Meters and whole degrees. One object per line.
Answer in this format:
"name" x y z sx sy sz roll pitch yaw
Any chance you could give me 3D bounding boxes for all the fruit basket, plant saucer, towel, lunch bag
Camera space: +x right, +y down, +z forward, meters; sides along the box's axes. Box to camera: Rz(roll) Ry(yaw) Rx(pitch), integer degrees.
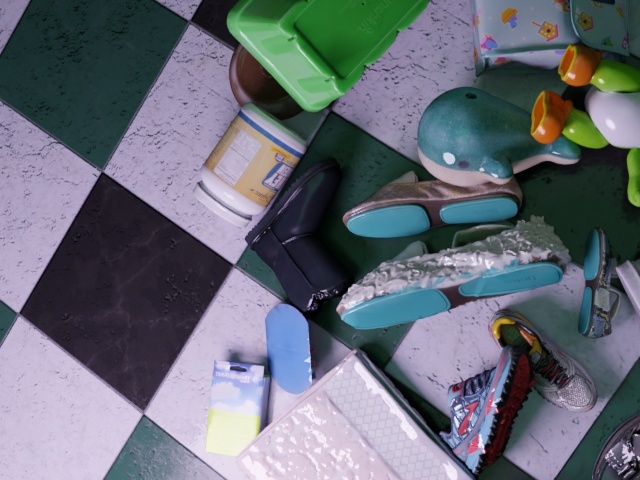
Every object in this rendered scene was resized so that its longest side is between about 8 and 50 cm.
"fruit basket" 0.011 -0.449 1.560 0.392 0.392 0.283 -41 115 11
"plant saucer" -0.090 -0.331 1.672 0.198 0.036 0.199 -1 88 16
"towel" 0.061 0.415 1.564 0.317 0.053 0.332 -44 79 5
"lunch bag" 0.389 -0.403 1.471 0.262 0.160 0.223 -3 83 5

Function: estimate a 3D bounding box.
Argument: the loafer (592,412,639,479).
"loafer" 0.548 0.325 1.426 0.096 0.084 0.267 44 100 14

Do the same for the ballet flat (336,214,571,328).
"ballet flat" 0.227 0.053 1.529 0.408 0.147 0.147 -14 84 13

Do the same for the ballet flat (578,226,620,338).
"ballet flat" 0.479 0.073 1.477 0.070 0.070 0.188 8 92 17

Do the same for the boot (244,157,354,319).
"boot" 0.000 0.000 1.597 0.246 0.094 0.207 -45 73 17

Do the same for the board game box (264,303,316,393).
"board game box" -0.049 0.199 1.620 0.133 0.033 0.169 2 97 51

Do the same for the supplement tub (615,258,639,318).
"supplement tub" 0.627 0.057 1.359 0.272 0.191 0.191 -27 80 14

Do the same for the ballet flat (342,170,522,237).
"ballet flat" 0.197 -0.075 1.549 0.316 0.107 0.106 -5 54 10

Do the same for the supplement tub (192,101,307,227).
"supplement tub" -0.133 -0.139 1.619 0.144 0.144 0.200 37 99 15

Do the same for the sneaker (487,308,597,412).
"sneaker" 0.371 0.210 1.480 0.225 0.092 0.088 41 98 13

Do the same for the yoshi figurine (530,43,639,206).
"yoshi figurine" 0.526 -0.161 1.359 0.362 0.203 0.203 22 74 -5

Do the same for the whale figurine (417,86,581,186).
"whale figurine" 0.300 -0.186 1.465 0.272 0.216 0.141 1 130 6

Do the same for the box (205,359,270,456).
"box" -0.157 0.320 1.658 0.109 0.042 0.178 5 89 16

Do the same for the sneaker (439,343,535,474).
"sneaker" 0.267 0.272 1.470 0.125 0.104 0.262 34 124 31
